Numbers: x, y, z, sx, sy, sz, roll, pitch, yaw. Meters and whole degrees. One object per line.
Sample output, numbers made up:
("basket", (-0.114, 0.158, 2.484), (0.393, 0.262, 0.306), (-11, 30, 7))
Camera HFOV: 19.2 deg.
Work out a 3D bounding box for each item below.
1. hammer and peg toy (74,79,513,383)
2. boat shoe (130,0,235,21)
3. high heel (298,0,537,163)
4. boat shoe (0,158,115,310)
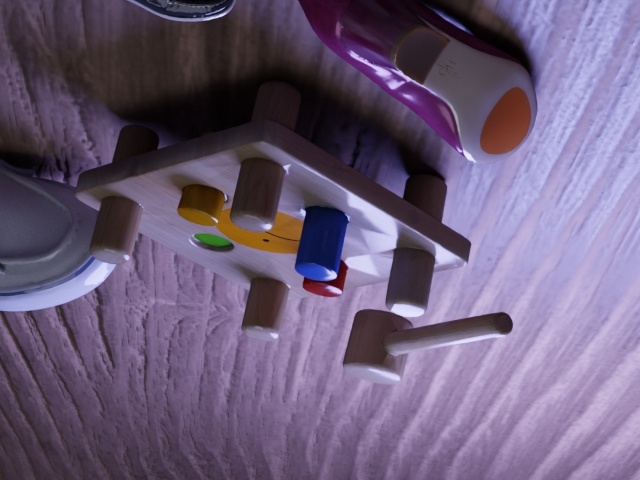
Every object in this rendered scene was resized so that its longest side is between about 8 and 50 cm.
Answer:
("hammer and peg toy", (0.000, 0.000, 1.649), (0.361, 0.127, 0.266), (29, 152, -36))
("boat shoe", (-0.121, -0.192, 1.348), (0.125, 0.046, 0.038), (19, 164, 6))
("high heel", (0.072, -0.130, 1.386), (0.117, 0.082, 0.244), (37, -170, 33))
("boat shoe", (-0.365, -0.040, 1.781), (0.367, 0.136, 0.156), (13, 158, 29))
